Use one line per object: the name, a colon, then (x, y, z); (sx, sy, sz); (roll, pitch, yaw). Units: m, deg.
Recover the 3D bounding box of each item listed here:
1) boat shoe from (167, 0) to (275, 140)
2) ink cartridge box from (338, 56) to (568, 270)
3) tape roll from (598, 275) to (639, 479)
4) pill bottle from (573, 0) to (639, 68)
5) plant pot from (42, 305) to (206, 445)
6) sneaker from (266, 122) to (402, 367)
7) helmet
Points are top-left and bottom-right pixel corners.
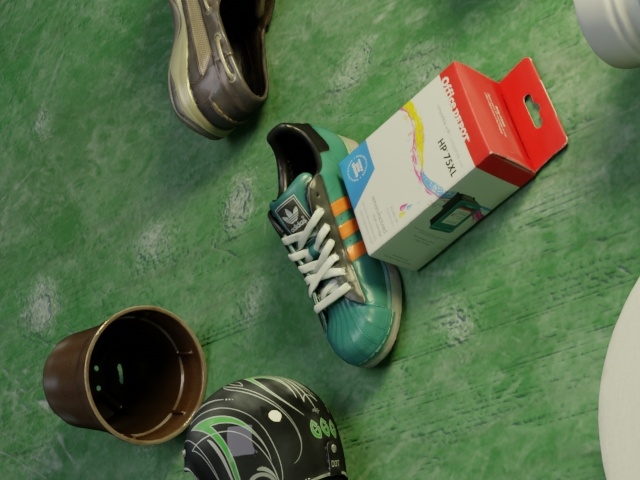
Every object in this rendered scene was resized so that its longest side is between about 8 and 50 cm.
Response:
boat shoe: (-0.118, -0.305, 1.916); (0.130, 0.132, 0.355); (-18, 71, 33)
ink cartridge box: (0.136, -0.089, 1.564); (0.231, 0.078, 0.134); (-41, 48, 29)
tape roll: (0.399, 0.128, 1.188); (0.392, 0.072, 0.392); (-21, 60, 41)
pill bottle: (0.381, -0.241, 1.274); (0.318, 0.176, 0.176); (-9, 68, 46)
plant pot: (-0.253, 0.171, 1.845); (0.165, 0.167, 0.167); (-12, 66, 54)
sneaker: (0.000, 0.000, 1.646); (0.108, 0.121, 0.302); (-38, 50, 33)
helmet: (-0.063, 0.224, 1.599); (0.169, 0.169, 0.161); (-47, 61, 25)
